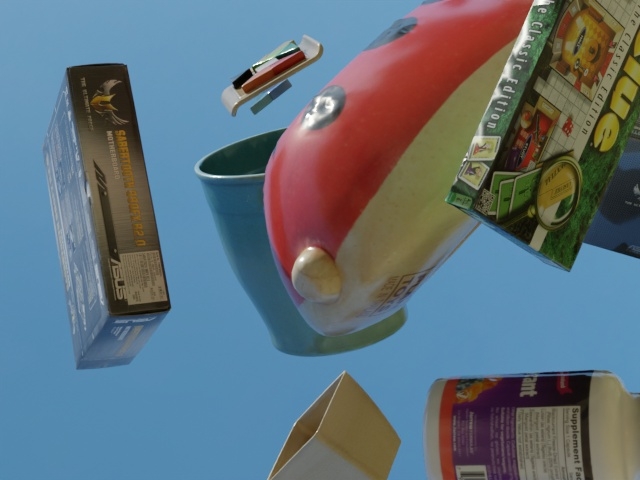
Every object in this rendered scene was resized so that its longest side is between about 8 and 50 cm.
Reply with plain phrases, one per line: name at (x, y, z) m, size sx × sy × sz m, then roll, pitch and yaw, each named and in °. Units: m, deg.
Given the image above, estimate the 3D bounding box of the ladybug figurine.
ladybug figurine at (0.094, -0.089, 1.103) m, size 0.162 × 0.305 × 0.449 m, roll 43°, pitch -138°, yaw 5°

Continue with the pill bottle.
pill bottle at (0.185, 0.155, 1.022) m, size 0.108 × 0.193 × 0.108 m, roll -4°, pitch -90°, yaw -71°

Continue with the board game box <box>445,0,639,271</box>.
board game box at (0.179, -0.119, 0.879) m, size 0.136 × 0.030 × 0.260 m, roll 26°, pitch -94°, yaw -50°

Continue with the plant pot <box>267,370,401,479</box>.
plant pot at (0.022, 0.226, 1.398) m, size 0.096 × 0.109 × 0.109 m, roll 36°, pitch -143°, yaw -5°

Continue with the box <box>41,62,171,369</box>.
box at (-0.198, -0.016, 1.182) m, size 0.056 × 0.183 × 0.231 m, roll -6°, pitch -108°, yaw -21°

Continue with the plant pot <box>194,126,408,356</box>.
plant pot at (0.000, 0.000, 1.658) m, size 0.271 × 0.271 × 0.255 m, roll -24°, pitch -70°, yaw -40°

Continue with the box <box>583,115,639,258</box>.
box at (0.337, -0.079, 1.606) m, size 0.232 × 0.183 × 0.059 m, roll 16°, pitch -135°, yaw 5°

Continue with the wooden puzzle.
wooden puzzle at (-0.034, -0.110, 0.853) m, size 0.078 × 0.116 × 0.014 m, roll -37°, pitch -72°, yaw -7°
